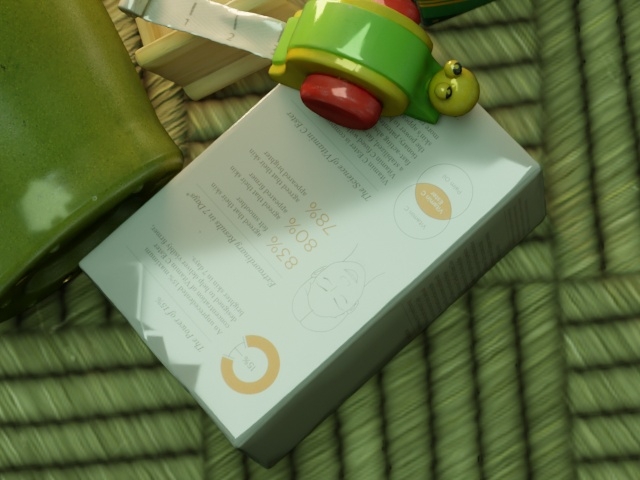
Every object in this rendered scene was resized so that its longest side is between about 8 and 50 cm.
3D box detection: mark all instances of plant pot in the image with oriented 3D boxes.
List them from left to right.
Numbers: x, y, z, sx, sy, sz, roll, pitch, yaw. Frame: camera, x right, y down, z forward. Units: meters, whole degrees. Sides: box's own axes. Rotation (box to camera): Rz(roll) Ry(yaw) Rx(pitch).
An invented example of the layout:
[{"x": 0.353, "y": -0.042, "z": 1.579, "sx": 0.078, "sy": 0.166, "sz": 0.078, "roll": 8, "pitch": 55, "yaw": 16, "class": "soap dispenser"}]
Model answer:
[{"x": -0.315, "y": -0.127, "z": 1.613, "sx": 0.366, "sy": 0.366, "sz": 0.353, "roll": -40, "pitch": 86, "yaw": -2, "class": "plant pot"}]

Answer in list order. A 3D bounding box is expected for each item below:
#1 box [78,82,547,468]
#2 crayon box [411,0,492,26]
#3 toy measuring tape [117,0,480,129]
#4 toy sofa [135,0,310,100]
[{"x": 0.000, "y": 0.000, "z": 1.599, "sx": 0.345, "sy": 0.168, "sz": 0.215, "roll": -42, "pitch": 74, "yaw": -4, "class": "box"}, {"x": 0.215, "y": -0.313, "z": 1.626, "sx": 0.318, "sy": 0.202, "sz": 0.081, "roll": -22, "pitch": 74, "yaw": 3, "class": "crayon box"}, {"x": -0.025, "y": -0.172, "z": 1.501, "sx": 0.330, "sy": 0.121, "sz": 0.121, "roll": 20, "pitch": 80, "yaw": 15, "class": "toy measuring tape"}, {"x": -0.121, "y": -0.323, "z": 1.713, "sx": 0.150, "sy": 0.177, "sz": 0.363, "roll": -24, "pitch": 74, "yaw": 17, "class": "toy sofa"}]
